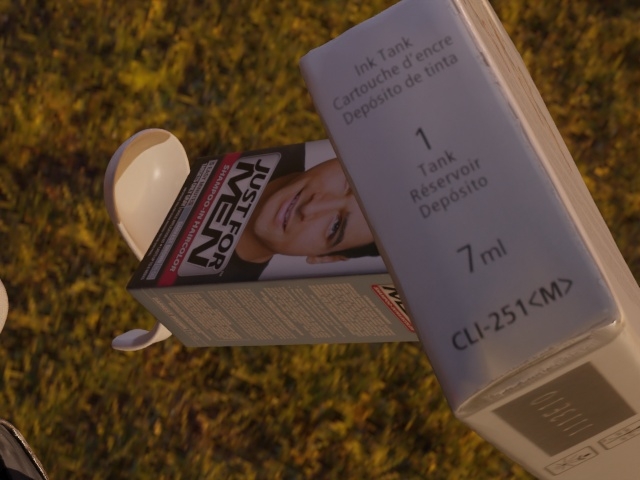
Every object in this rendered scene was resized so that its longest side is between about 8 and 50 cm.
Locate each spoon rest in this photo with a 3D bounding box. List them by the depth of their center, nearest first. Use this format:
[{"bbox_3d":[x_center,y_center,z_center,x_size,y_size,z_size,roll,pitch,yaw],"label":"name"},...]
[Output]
[{"bbox_3d":[-0.201,0.003,1.765,0.084,0.276,0.137,16,23,32],"label":"spoon rest"}]

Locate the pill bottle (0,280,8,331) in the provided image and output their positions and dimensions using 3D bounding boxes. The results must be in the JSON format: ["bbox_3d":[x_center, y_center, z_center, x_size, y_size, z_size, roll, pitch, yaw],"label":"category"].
[{"bbox_3d":[-0.300,-0.010,0.949,0.121,0.121,0.216,-21,60,-33],"label":"pill bottle"}]

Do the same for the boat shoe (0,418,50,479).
[{"bbox_3d":[-0.291,0.317,1.542,0.301,0.102,0.108,65,30,-10],"label":"boat shoe"}]

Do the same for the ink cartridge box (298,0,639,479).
[{"bbox_3d":[0.065,-0.022,0.561,0.060,0.275,0.239,-29,63,11],"label":"ink cartridge box"}]

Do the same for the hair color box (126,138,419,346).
[{"bbox_3d":[0.000,0.000,1.482,0.113,0.374,0.185,49,52,-35],"label":"hair color box"}]
